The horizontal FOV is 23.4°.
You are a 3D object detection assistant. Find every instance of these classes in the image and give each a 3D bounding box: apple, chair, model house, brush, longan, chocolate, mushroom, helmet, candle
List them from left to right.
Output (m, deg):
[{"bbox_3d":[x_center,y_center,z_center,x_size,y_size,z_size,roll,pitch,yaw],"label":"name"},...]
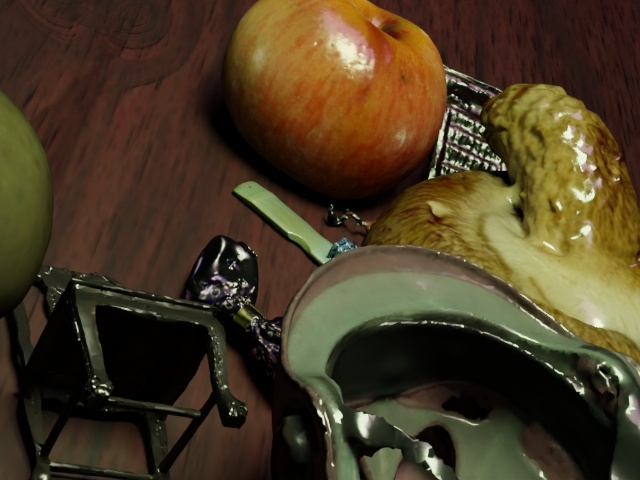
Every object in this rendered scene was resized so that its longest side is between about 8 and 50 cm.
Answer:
[{"bbox_3d":[-0.263,-0.027,0.957,0.220,0.197,0.196,37,29,28],"label":"longan"},{"bbox_3d":[-0.140,0.060,1.015,0.106,0.113,0.229,13,36,-30],"label":"chair"},{"bbox_3d":[-0.050,0.058,1.156,0.072,0.070,0.147,-12,38,-37],"label":"chocolate"},{"bbox_3d":[0.000,0.000,1.308,0.178,0.030,0.033,40,41,17],"label":"brush"},{"bbox_3d":[0.012,-0.143,1.401,0.209,0.164,0.209,24,28,-14],"label":"apple"},{"bbox_3d":[0.081,0.005,1.377,0.167,0.021,0.026,25,50,-11],"label":"candle"},{"bbox_3d":[0.091,0.178,0.940,0.271,0.197,0.338,-5,39,-35],"label":"helmet"},{"bbox_3d":[0.165,-0.066,1.473,0.165,0.106,0.152,22,28,-4],"label":"model house"},{"bbox_3d":[0.189,0.067,1.205,0.345,0.239,0.345,7,52,-9],"label":"mushroom"}]

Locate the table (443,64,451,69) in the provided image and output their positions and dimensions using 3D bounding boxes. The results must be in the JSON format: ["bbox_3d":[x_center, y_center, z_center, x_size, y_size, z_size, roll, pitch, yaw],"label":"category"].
[{"bbox_3d":[0.089,-0.156,1.590,0.083,0.062,0.079,35,30,10],"label":"table"}]
